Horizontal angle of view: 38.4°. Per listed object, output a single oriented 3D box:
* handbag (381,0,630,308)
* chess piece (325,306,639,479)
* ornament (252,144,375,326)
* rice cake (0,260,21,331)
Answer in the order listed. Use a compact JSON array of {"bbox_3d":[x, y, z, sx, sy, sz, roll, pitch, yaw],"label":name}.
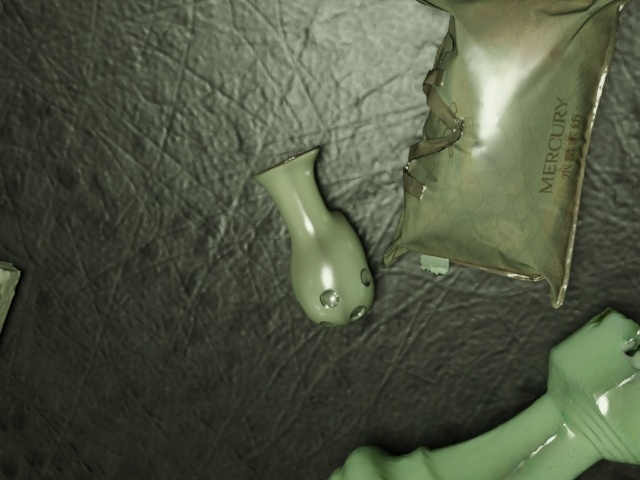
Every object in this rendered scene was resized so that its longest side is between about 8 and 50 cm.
[{"bbox_3d":[0.140,-0.088,0.753,0.183,0.117,0.270,12,105,15],"label":"handbag"},{"bbox_3d":[0.168,0.193,0.782,0.299,0.194,0.194,-40,94,5],"label":"chess piece"},{"bbox_3d":[0.000,0.000,0.815,0.075,0.081,0.156,-18,97,46],"label":"ornament"},{"bbox_3d":[-0.357,0.129,0.905,0.052,0.057,0.256,24,105,5],"label":"rice cake"}]
